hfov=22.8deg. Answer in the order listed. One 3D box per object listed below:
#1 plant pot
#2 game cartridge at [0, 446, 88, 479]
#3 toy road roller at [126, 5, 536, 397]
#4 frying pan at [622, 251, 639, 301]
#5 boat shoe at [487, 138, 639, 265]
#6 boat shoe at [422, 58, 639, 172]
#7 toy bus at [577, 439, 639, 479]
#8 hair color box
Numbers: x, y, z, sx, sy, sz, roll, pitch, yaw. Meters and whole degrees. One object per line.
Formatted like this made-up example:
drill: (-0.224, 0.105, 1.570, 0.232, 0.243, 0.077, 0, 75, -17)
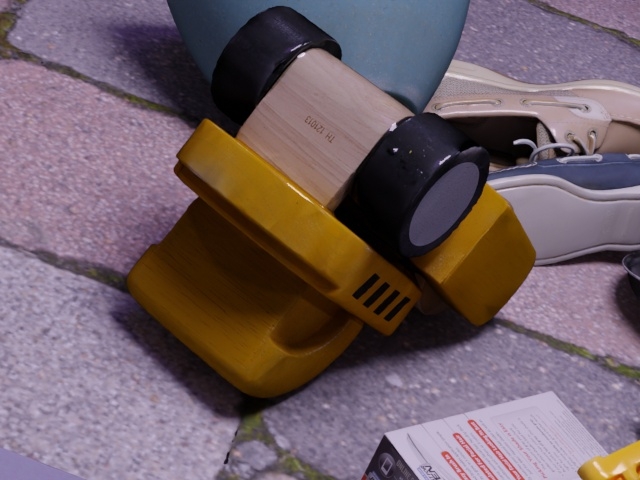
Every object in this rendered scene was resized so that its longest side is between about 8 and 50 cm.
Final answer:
plant pot: (0.005, -0.191, 1.399, 0.290, 0.290, 0.195, 3, 67, -26)
game cartridge: (-0.213, 0.188, 0.810, 0.355, 0.068, 0.230, 25, 32, -23)
toy road roller: (0.000, 0.000, 1.205, 0.202, 0.240, 0.329, 39, 0, 25)
frying pan: (0.370, 0.066, 1.317, 0.197, 0.053, 0.326, 6, 15, -13)
boat shoe: (0.221, -0.040, 1.422, 0.254, 0.095, 0.079, -6, 38, -20)
boat shoe: (0.217, -0.094, 1.498, 0.302, 0.109, 0.098, 12, 40, -4)
toy bus: (0.266, 0.173, 1.027, 0.220, 0.211, 0.149, -17, 50, -22)
hair color box: (0.124, 0.169, 1.121, 0.167, 0.053, 0.093, -7, 44, -38)
